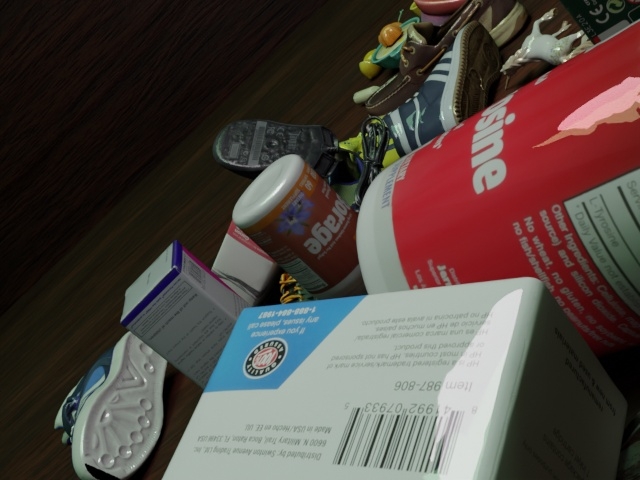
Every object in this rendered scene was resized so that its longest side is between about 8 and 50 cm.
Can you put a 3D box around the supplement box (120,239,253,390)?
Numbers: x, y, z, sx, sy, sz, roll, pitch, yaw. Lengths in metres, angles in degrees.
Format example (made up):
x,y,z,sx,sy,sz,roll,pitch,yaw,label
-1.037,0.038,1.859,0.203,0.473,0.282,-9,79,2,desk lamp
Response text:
x,y,z,sx,sy,sz,roll,pitch,yaw,label
-0.158,0.123,1.133,0.114,0.220,0.111,-45,19,7,supplement box

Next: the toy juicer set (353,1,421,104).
x,y,z,sx,sy,sz,roll,pitch,yaw,label
0.140,-0.407,1.743,0.209,0.089,0.329,-24,30,46,toy juicer set

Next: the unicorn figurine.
x,y,z,sx,sy,sz,roll,pitch,yaw,label
0.326,-0.278,1.164,0.111,0.060,0.162,-47,20,-4,unicorn figurine

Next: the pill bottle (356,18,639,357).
x,y,z,sx,sy,sz,roll,pitch,yaw,label
0.242,-0.038,0.627,0.408,0.229,0.229,-28,27,40,pill bottle

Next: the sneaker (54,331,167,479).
x,y,z,sx,sy,sz,roll,pitch,yaw,label
-0.368,0.319,1.348,0.236,0.130,0.323,-46,22,30,sneaker

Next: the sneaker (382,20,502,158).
x,y,z,sx,sy,sz,roll,pitch,yaw,label
0.193,-0.234,1.292,0.153,0.099,0.282,-26,31,40,sneaker

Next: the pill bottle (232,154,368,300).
x,y,z,sx,sy,sz,roll,pitch,yaw,label
0.000,0.000,1.055,0.121,0.216,0.121,-40,22,19,pill bottle

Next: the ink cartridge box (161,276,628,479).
x,y,z,sx,sy,sz,roll,pitch,yaw,label
0.012,0.238,0.540,0.285,0.166,0.395,-9,45,42,ink cartridge box

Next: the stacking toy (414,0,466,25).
x,y,z,sx,sy,sz,roll,pitch,yaw,label
0.326,-0.483,1.568,0.279,0.130,0.309,-7,39,20,stacking toy

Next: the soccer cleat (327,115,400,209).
x,y,z,sx,sy,sz,roll,pitch,yaw,label
0.073,-0.134,1.303,0.093,0.121,0.289,-31,25,35,soccer cleat

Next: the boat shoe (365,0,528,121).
x,y,z,sx,sy,sz,roll,pitch,yaw,label
0.197,-0.340,1.448,0.342,0.123,0.123,-32,24,34,boat shoe

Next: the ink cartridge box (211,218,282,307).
x,y,z,sx,sy,sz,roll,pitch,yaw,label
-0.095,0.015,1.260,0.158,0.092,0.218,-55,-7,-52,ink cartridge box

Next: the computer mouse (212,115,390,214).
x,y,z,sx,sy,sz,roll,pitch,yaw,label
-0.029,-0.091,1.178,0.262,0.060,0.184,-1,60,5,computer mouse

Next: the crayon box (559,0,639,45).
x,y,z,sx,sy,sz,roll,pitch,yaw,label
0.325,-0.407,0.969,0.106,0.363,0.313,-29,26,41,crayon box

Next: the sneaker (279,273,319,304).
x,y,z,sx,sy,sz,roll,pitch,yaw,label
-0.025,0.081,1.148,0.084,0.083,0.215,-32,25,32,sneaker

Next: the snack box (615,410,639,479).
x,y,z,sx,sy,sz,roll,pitch,yaw,label
0.207,0.187,0.565,0.178,0.022,0.064,-48,22,-5,snack box
